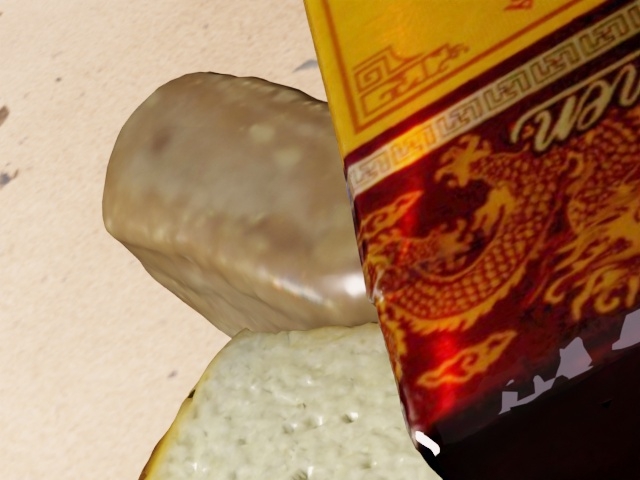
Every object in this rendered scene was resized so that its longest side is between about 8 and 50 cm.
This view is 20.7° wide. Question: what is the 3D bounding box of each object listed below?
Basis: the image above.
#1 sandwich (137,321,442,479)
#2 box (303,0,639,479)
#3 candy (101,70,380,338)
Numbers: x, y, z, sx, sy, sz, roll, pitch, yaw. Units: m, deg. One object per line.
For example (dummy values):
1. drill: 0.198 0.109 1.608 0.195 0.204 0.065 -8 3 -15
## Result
1. sandwich: 0.023 0.145 0.600 0.226 0.087 0.251 -1 46 24
2. box: 0.126 -0.106 0.609 0.264 0.116 0.415 -29 42 14
3. candy: 0.000 0.000 0.777 0.234 0.104 0.102 19 63 48
